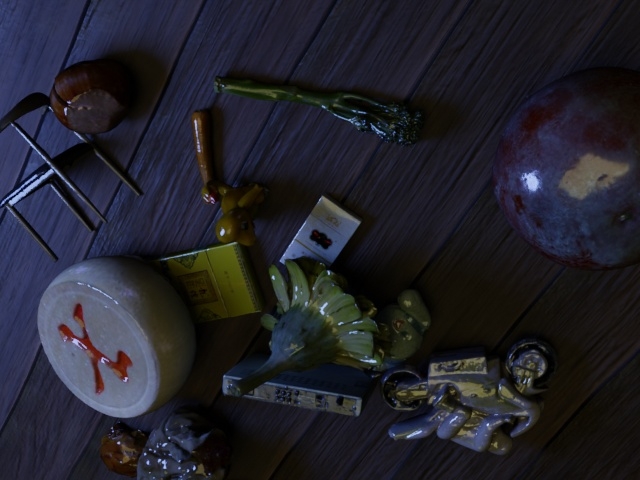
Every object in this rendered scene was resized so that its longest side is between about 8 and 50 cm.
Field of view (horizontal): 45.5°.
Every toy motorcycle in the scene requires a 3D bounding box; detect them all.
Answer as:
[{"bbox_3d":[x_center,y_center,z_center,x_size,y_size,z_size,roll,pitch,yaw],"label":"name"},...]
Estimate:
[{"bbox_3d":[0.289,0.310,1.455,0.340,0.108,0.223,-11,101,11],"label":"toy motorcycle"}]

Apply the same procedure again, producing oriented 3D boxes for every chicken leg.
[{"bbox_3d":[-0.352,0.490,1.711,0.304,0.093,0.113,11,99,6],"label":"chicken leg"}]

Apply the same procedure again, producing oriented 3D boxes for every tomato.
[{"bbox_3d":[0.426,-0.107,1.176,0.316,0.283,0.317,-2,124,-2],"label":"tomato"}]

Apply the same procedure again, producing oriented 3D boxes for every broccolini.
[{"bbox_3d":[-0.011,-0.231,1.350,0.392,0.074,0.079,10,105,10],"label":"broccolini"}]

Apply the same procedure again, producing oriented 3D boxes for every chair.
[{"bbox_3d":[-0.516,-0.127,1.470,0.166,0.188,0.272,-32,103,22],"label":"chair"}]

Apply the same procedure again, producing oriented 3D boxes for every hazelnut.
[{"bbox_3d":[-0.425,-0.271,1.423,0.154,0.143,0.143,-31,100,9],"label":"hazelnut"}]

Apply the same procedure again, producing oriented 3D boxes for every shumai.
[{"bbox_3d":[-0.290,0.465,1.587,0.184,0.185,0.218,38,81,1],"label":"shumai"}]

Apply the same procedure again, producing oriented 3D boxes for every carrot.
[{"bbox_3d":[-0.219,-0.157,1.459,0.037,0.037,0.190,2,114,14],"label":"carrot"}]

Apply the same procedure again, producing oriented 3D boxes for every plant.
[{"bbox_3d":[-0.004,0.190,1.386,0.261,0.297,0.306,19,135,-5],"label":"plant"}]

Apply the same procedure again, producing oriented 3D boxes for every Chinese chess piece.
[{"bbox_3d":[-0.410,0.193,1.542,0.338,0.140,0.338,13,119,26],"label":"Chinese chess piece"}]

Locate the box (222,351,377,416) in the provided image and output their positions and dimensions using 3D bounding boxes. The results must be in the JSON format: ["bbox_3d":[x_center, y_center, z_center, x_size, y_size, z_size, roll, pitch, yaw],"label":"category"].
[{"bbox_3d":[-0.035,0.276,1.478,0.270,0.211,0.045,6,98,12],"label":"box"}]

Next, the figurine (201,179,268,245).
[{"bbox_3d":[-0.167,-0.057,1.399,0.122,0.176,0.121,32,114,-17],"label":"figurine"}]

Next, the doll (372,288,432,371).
[{"bbox_3d":[0.145,0.179,1.463,0.103,0.071,0.214,27,120,-3],"label":"doll"}]

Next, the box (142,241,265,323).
[{"bbox_3d":[-0.262,0.094,1.560,0.278,0.041,0.153,-12,106,20],"label":"box"}]

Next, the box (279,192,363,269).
[{"bbox_3d":[0.000,0.000,1.462,0.090,0.024,0.167,34,116,1],"label":"box"}]
